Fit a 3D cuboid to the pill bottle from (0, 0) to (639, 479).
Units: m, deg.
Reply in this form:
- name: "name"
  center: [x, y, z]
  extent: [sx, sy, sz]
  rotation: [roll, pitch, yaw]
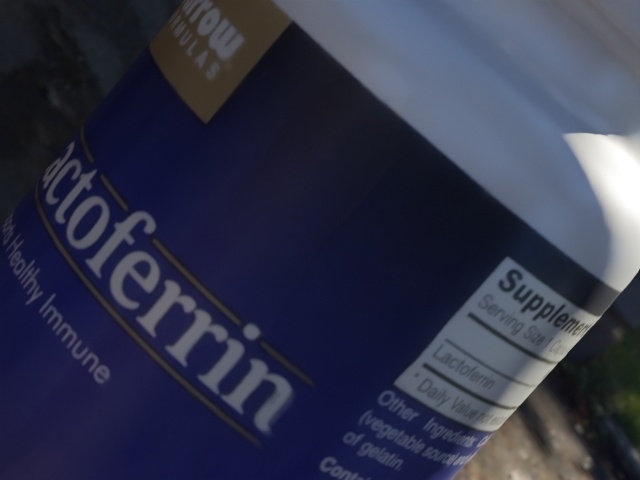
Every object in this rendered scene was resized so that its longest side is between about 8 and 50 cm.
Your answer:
- name: "pill bottle"
  center: [0.000, 0.000, 0.442]
  extent: [0.153, 0.265, 0.153]
  rotation: [39, 9, -7]
